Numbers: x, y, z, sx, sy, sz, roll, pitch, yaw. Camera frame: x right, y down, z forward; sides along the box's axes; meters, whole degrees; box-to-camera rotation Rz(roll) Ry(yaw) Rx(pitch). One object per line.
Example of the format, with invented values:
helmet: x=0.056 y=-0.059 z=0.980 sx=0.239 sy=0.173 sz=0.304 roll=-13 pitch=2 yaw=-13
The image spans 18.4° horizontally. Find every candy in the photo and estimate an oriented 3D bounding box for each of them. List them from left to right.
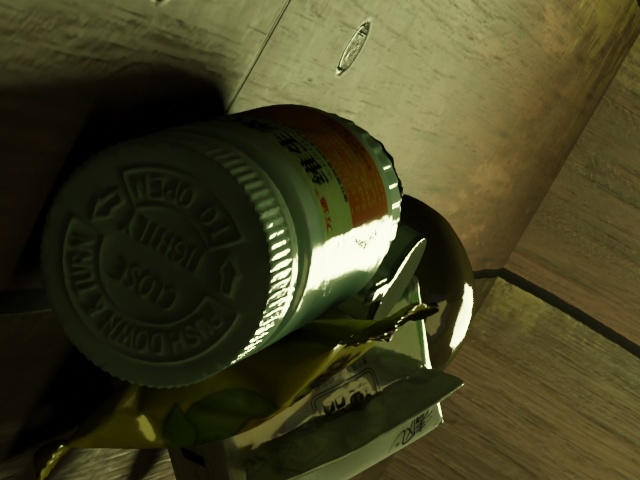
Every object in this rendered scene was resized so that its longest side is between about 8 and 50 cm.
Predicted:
candy: x=-0.066 y=0.102 z=1.455 sx=0.297 sy=0.081 sz=0.187 roll=-23 pitch=179 yaw=15

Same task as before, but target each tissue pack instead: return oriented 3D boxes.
tissue pack: x=-0.003 y=0.133 z=1.654 sx=0.229 sy=0.145 sz=0.159 roll=-26 pitch=119 yaw=-32

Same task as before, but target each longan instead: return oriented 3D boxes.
longan: x=0.055 y=0.054 z=1.856 sx=0.198 sy=0.198 sz=0.212 roll=-41 pitch=140 yaw=-57

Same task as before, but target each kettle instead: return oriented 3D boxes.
kettle: x=0.003 y=-0.004 z=1.603 sx=0.098 sy=0.148 sz=0.127 roll=-55 pitch=167 yaw=-16

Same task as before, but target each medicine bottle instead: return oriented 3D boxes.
medicine bottle: x=-0.053 y=-0.008 z=1.337 sx=0.158 sy=0.158 sz=0.318 roll=-62 pitch=168 yaw=15

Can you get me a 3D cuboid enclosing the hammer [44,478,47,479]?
hammer: x=-0.225 y=0.211 z=1.497 sx=0.052 sy=0.031 sz=0.083 roll=-65 pitch=178 yaw=38
